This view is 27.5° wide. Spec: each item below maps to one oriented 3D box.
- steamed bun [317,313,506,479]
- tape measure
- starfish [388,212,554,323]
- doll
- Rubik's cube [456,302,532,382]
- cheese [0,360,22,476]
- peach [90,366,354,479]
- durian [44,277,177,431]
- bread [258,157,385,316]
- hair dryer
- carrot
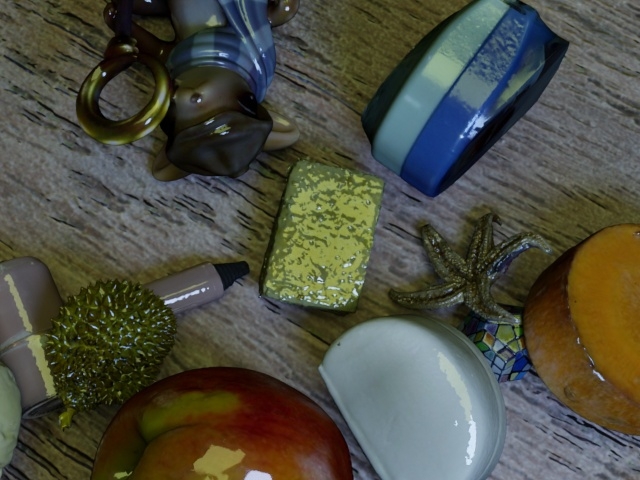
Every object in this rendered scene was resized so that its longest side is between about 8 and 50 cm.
[{"bbox_3d":[0.129,0.196,1.601,0.164,0.146,0.241,-36,77,19],"label":"steamed bun"},{"bbox_3d":[0.177,-0.187,1.692,0.138,0.259,0.262,43,80,10],"label":"tape measure"},{"bbox_3d":[0.194,0.048,1.679,0.213,0.057,0.238,-32,41,8],"label":"starfish"},{"bbox_3d":[-0.156,-0.252,1.708,0.318,0.209,0.339,-4,76,-2],"label":"doll"},{"bbox_3d":[0.229,0.130,1.679,0.111,0.111,0.093,39,50,8],"label":"Rubik's cube"},{"bbox_3d":[-0.469,0.224,1.563,0.226,0.117,0.213,14,93,22],"label":"cheese"},{"bbox_3d":[-0.100,0.301,1.503,0.332,0.308,0.307,36,72,-25],"label":"peach"},{"bbox_3d":[-0.258,0.132,1.554,0.146,0.102,0.208,36,67,-11],"label":"durian"},{"bbox_3d":[0.000,0.000,1.699,0.138,0.102,0.196,12,76,2],"label":"bread"},{"bbox_3d":[-0.255,0.079,1.674,0.344,0.107,0.189,-20,76,-19],"label":"hair dryer"},{"bbox_3d":[0.408,0.115,1.655,0.307,0.100,0.258,16,66,-19],"label":"carrot"}]
